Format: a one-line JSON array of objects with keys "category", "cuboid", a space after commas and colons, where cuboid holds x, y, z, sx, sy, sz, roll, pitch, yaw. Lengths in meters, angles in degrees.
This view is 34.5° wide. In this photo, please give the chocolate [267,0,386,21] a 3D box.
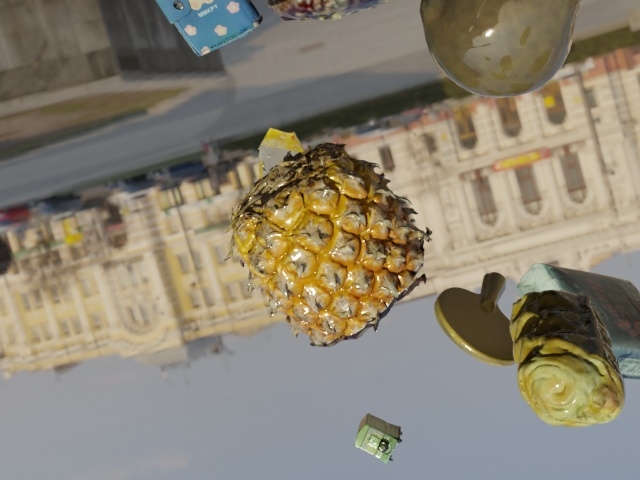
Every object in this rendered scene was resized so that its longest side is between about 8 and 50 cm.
[{"category": "chocolate", "cuboid": [0.031, -0.531, 1.978, 0.340, 0.210, 0.225, -13, -170, -9]}]

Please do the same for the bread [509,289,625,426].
[{"category": "bread", "cuboid": [0.335, 0.162, 1.404, 0.152, 0.130, 0.267, 22, -159, 0]}]

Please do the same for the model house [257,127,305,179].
[{"category": "model house", "cuboid": [-0.035, -0.143, 2.303, 0.136, 0.207, 0.219, 0, -173, -32]}]

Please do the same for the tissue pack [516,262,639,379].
[{"category": "tissue pack", "cuboid": [0.557, 0.160, 2.025, 0.316, 0.228, 0.103, 10, 128, -40]}]

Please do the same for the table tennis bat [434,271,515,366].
[{"category": "table tennis bat", "cuboid": [0.329, 0.145, 2.071, 0.050, 0.198, 0.321, -58, 178, 29]}]

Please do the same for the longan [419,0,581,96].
[{"category": "longan", "cuboid": [0.312, -0.414, 1.752, 0.288, 0.350, 0.288, 10, 165, 3]}]

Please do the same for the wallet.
[{"category": "wallet", "cuboid": [-0.203, -0.406, 1.677, 0.141, 0.202, 0.059, -19, -145, 28]}]

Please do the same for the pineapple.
[{"category": "pineapple", "cuboid": [0.002, -0.002, 1.871, 0.352, 0.300, 0.352, -36, -162, 14]}]

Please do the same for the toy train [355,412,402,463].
[{"category": "toy train", "cuboid": [0.075, 0.252, 1.323, 0.056, 0.038, 0.093, 27, -176, 4]}]
